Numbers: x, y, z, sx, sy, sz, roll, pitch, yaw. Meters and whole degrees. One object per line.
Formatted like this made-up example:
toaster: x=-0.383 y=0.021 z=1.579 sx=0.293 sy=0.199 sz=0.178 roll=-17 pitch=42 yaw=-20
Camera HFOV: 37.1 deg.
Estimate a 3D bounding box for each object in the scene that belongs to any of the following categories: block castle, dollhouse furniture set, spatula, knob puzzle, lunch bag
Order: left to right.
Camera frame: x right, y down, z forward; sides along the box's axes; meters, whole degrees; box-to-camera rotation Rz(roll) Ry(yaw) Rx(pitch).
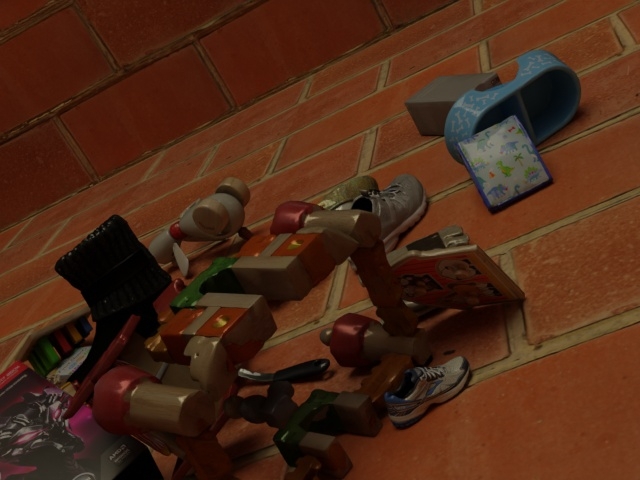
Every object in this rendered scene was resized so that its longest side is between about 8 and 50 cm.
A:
dollhouse furniture set: x=-0.238 y=0.197 z=1.526 sx=0.152 sy=0.201 sz=0.374 roll=-52 pitch=8 yaw=15
spatula: x=-0.095 y=0.223 z=1.592 sx=0.296 sy=0.030 sz=0.084 roll=-13 pitch=32 yaw=39
block castle: x=-0.072 y=0.173 z=1.293 sx=0.212 sy=0.303 sz=0.453 roll=0 pitch=36 yaw=44
knob puzzle: x=0.174 y=0.068 z=1.391 sx=0.213 sy=0.213 sz=0.030 roll=-15 pitch=56 yaw=38
lunch bag: x=0.338 y=-0.133 z=1.747 sx=0.128 sy=0.096 sz=0.151 roll=-28 pitch=49 yaw=8

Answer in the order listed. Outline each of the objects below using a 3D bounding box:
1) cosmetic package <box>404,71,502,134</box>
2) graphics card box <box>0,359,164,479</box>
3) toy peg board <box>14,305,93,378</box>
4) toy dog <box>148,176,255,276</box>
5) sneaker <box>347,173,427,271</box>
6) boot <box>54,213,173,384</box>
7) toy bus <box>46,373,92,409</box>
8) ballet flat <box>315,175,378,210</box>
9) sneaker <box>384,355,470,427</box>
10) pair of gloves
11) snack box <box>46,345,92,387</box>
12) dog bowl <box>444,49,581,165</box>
cosmetic package: x=0.315 y=-0.313 z=2.201 sx=0.127 sy=0.107 sz=0.238 roll=-36 pitch=23 yaw=-16
graphics card box: x=-0.456 y=0.355 z=1.517 sx=0.370 sy=0.094 sz=0.233 roll=23 pitch=52 yaw=37
toy peg board: x=-0.586 y=0.239 z=2.157 sx=0.160 sy=0.079 sz=0.161 roll=-28 pitch=-10 yaw=-39
toy dog: x=-0.267 y=-0.012 z=2.295 sx=0.220 sy=0.161 sz=0.333 roll=-45 pitch=10 yaw=-28
sneaker: x=0.121 y=-0.063 z=1.847 sx=0.105 sy=0.115 sz=0.281 roll=-16 pitch=25 yaw=36
boot: x=-0.444 y=0.146 z=1.894 sx=0.348 sy=0.260 sz=0.131 roll=-47 pitch=17 yaw=-8
toy bus: x=-0.443 y=0.335 z=1.712 sx=0.190 sy=0.104 sz=0.202 roll=-13 pitch=30 yaw=28
ballet flat: x=0.000 y=0.000 z=1.883 sx=0.348 sy=0.123 sz=0.123 roll=-35 pitch=20 yaw=-15
sneaker: x=0.143 y=0.193 z=1.288 sx=0.135 sy=0.058 sz=0.052 roll=-35 pitch=20 yaw=-15
pair of gloves: x=0.172 y=0.058 z=1.599 sx=0.204 sy=0.042 sz=0.240 roll=-26 pitch=22 yaw=2
snack box: x=-0.515 y=0.271 z=2.063 sx=0.141 sy=0.037 sz=0.100 roll=-12 pitch=26 yaw=44
dog bowl: x=0.385 y=-0.249 z=1.872 sx=0.297 sy=0.166 sz=0.074 roll=-34 pitch=32 yaw=-9
